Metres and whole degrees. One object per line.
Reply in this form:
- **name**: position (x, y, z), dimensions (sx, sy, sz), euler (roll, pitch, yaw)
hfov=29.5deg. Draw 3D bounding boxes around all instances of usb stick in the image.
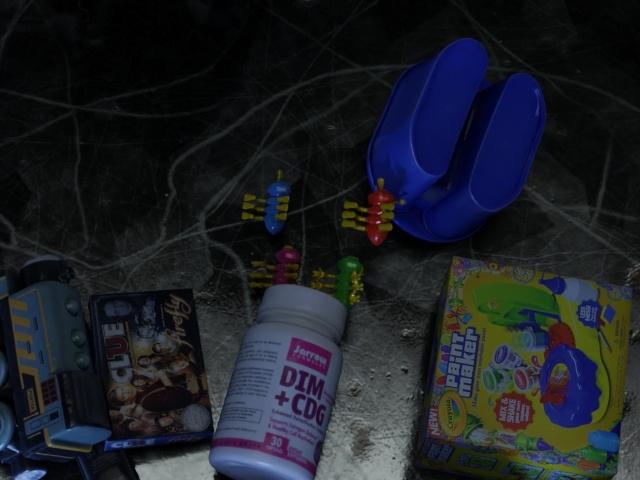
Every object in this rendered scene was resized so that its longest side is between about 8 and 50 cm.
- **usb stick**: position (-0.283, 0.409, 1.799), dimensions (0.077, 0.045, 0.278), euler (-25, 70, -9)

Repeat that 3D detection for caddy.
- **caddy**: position (0.217, -0.163, 2.009), dimensions (0.241, 0.179, 0.341), euler (30, 63, -13)

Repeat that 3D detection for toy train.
- **toy train**: position (-0.422, 0.184, 1.812), dimensions (0.190, 0.142, 0.334), euler (-24, 64, 20)

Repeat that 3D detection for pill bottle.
- **pill bottle**: position (-0.056, 0.220, 1.830), dimensions (0.160, 0.160, 0.283), euler (13, 66, 3)

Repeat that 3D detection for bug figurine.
- **bug figurine**: position (0.000, 0.000, 1.939), dimensions (0.279, 0.072, 0.216), euler (7, 81, 30)

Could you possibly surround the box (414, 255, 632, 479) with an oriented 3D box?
- **box**: position (0.305, 0.210, 1.848), dimensions (0.279, 0.177, 0.290), euler (10, 66, 2)

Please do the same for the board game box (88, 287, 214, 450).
- **board game box**: position (-0.263, 0.195, 1.871), dimensions (0.165, 0.042, 0.243), euler (-4, 62, -17)
